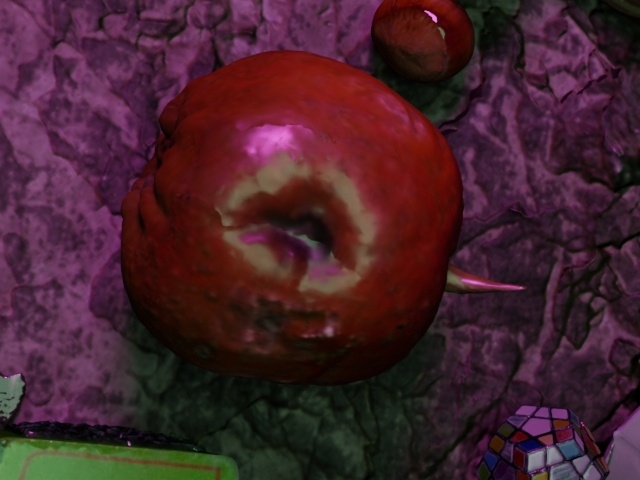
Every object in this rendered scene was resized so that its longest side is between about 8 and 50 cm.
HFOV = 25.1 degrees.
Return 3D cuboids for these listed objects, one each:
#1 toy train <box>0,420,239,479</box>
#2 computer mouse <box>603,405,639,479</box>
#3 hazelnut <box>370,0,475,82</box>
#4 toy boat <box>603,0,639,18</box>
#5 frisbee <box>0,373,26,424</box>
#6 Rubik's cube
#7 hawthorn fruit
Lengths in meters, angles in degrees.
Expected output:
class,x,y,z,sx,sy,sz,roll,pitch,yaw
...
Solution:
class,x,y,z,sx,sy,sz,roll,pitch,yaw
toy train,-0.180,0.231,1.073,0.243,0.132,0.188,7,83,-22
computer mouse,0.348,0.216,1.216,0.230,0.079,0.128,23,111,-8
hazelnut,0.088,-0.171,1.177,0.086,0.086,0.086,0,90,-14
toy boat,0.274,-0.258,1.227,0.188,0.061,0.116,23,83,-13
frisbee,-0.282,0.184,1.116,0.211,0.012,0.187,33,81,-11
Rubik's cube,0.182,0.189,1.186,0.111,0.111,0.093,-17,122,-13
hawthorn fruit,-0.022,-0.009,1.068,0.261,0.258,0.258,30,82,-40
